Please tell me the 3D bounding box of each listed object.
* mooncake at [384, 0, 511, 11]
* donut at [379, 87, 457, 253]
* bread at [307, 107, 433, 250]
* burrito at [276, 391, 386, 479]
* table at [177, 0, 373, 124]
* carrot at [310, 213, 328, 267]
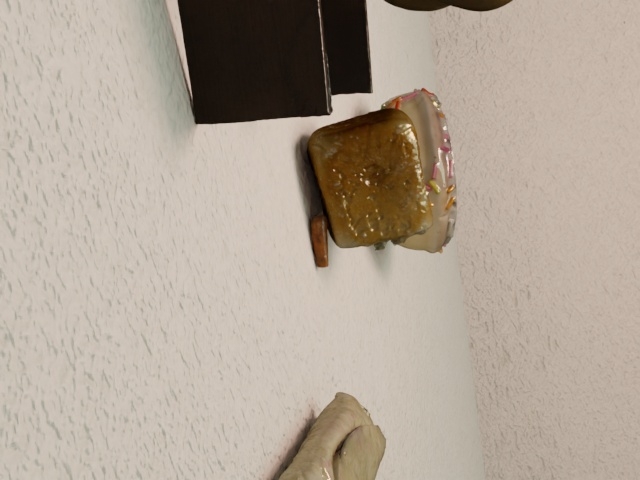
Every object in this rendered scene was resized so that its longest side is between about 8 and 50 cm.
[{"bbox_3d":[0.146,-0.557,1.388,0.467,0.467,0.262,-27,123,-71],"label":"mooncake"},{"bbox_3d":[0.208,-0.154,1.790,0.382,0.143,0.382,173,-90,-88],"label":"donut"},{"bbox_3d":[0.089,-0.104,1.413,0.176,0.196,0.246,-99,176,-74],"label":"bread"},{"bbox_3d":[0.012,0.343,1.156,0.143,0.105,0.299,69,21,-9],"label":"burrito"},{"bbox_3d":[-0.058,-0.313,1.030,0.250,0.196,0.281,-48,134,-66],"label":"table"},{"bbox_3d":[0.000,0.000,1.371,0.032,0.032,0.093,-31,118,-71],"label":"carrot"}]
